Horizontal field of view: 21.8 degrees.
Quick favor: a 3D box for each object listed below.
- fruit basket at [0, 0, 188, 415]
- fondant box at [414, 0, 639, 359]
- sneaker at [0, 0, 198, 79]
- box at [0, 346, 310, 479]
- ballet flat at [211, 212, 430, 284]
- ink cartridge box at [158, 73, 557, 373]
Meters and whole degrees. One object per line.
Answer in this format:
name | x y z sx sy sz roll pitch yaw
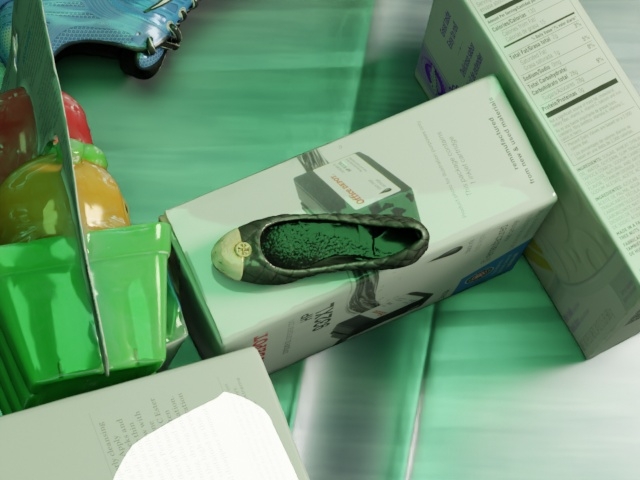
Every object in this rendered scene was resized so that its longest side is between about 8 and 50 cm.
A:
fruit basket | -0.217 -0.028 1.396 0.165 0.327 0.353 -3 70 -16
fondant box | 0.213 -0.079 1.480 0.096 0.238 0.330 -26 76 -10
sneaker | -0.158 -0.231 1.581 0.330 0.130 0.147 -21 89 -7
box | -0.206 0.229 1.298 0.345 0.215 0.168 -13 74 -35
ballet flat | 0.000 0.000 1.305 0.173 0.049 0.058 -6 75 -6
ink cartridge box | 0.026 0.001 1.449 0.307 0.223 0.129 -23 77 -10
